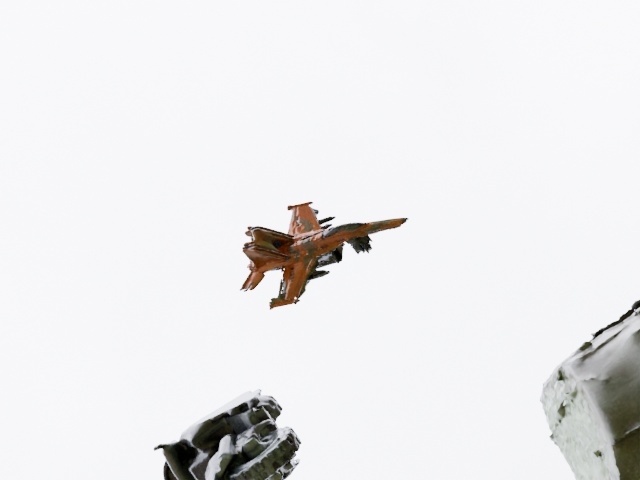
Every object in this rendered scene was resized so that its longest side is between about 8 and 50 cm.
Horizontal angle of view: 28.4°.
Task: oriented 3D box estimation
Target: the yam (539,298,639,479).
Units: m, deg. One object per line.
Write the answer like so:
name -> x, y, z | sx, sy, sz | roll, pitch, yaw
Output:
yam -> 0.287, 0.094, 0.810 | 0.271, 0.202, 0.201 | -40, -62, 16

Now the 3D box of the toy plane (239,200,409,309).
toy plane -> 0.005, 0.007, 1.281 | 0.188, 0.135, 0.062 | -8, -40, 17

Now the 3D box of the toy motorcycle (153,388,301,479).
toy motorcycle -> -0.098, 0.234, 1.346 | 0.159, 0.270, 0.106 | -36, -85, -3
